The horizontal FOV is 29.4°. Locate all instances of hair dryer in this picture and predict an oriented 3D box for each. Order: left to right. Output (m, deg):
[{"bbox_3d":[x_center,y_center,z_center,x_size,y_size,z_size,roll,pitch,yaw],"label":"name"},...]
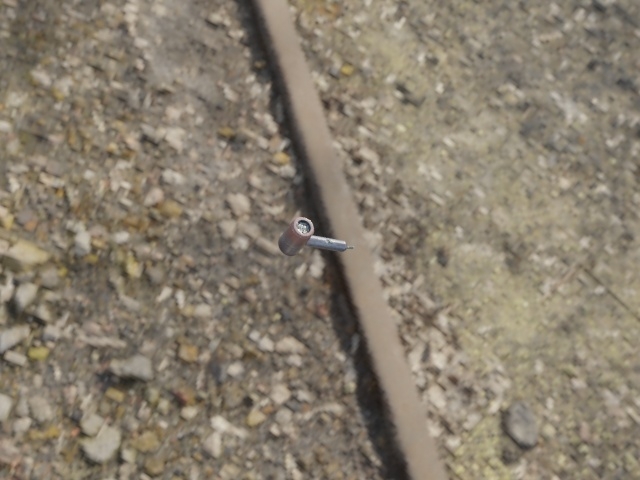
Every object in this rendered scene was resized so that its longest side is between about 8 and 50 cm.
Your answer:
[{"bbox_3d":[0.000,0.000,1.825,0.114,0.063,0.037,10,60,-20],"label":"hair dryer"}]
